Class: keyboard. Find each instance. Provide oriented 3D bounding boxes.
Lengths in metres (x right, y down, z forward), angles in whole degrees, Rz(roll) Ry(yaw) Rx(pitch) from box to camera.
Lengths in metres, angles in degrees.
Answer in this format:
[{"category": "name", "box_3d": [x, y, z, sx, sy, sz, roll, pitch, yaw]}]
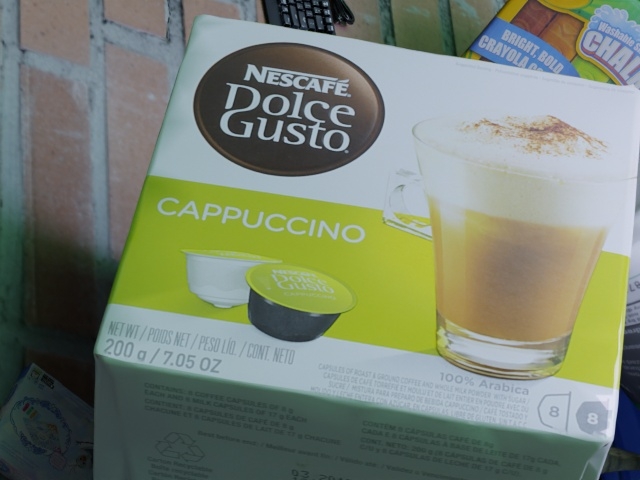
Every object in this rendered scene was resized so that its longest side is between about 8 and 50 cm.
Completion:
[{"category": "keyboard", "box_3d": [-0.013, -0.249, 1.962, 0.108, 0.023, 0.180, 10, 59, -38]}]

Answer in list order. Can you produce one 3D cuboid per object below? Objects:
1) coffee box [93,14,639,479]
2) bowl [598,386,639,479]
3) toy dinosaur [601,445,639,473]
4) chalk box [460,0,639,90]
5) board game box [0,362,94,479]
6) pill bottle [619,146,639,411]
[{"category": "coffee box", "box_3d": [0.032, 0.083, 1.460, 0.338, 0.338, 0.334, 10, 49, 3]}, {"category": "bowl", "box_3d": [0.153, 0.170, 1.796, 0.391, 0.077, 0.391, 22, 51, -30]}, {"category": "toy dinosaur", "box_3d": [0.215, 0.168, 1.758, 0.268, 0.064, 0.118, 1, 66, -46]}, {"category": "chalk box", "box_3d": [0.258, -0.153, 1.881, 0.180, 0.289, 0.179, 40, 6, 21]}, {"category": "board game box", "box_3d": [-0.208, 0.155, 1.526, 0.090, 0.020, 0.090, 40, 44, -15]}, {"category": "pill bottle", "box_3d": [0.339, 0.060, 1.757, 0.361, 0.204, 0.204, 48, 39, -33]}]
